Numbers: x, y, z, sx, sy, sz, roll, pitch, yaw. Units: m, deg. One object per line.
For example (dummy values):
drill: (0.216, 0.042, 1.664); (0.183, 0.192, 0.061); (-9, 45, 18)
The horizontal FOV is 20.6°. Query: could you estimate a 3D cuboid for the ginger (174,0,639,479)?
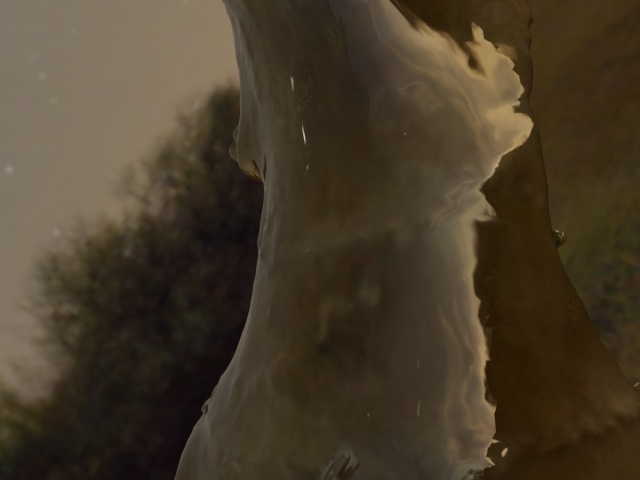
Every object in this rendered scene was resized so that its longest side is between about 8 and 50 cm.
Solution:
ginger: (0.000, 0.000, 0.359); (0.131, 0.294, 0.086); (-22, -12, 28)
